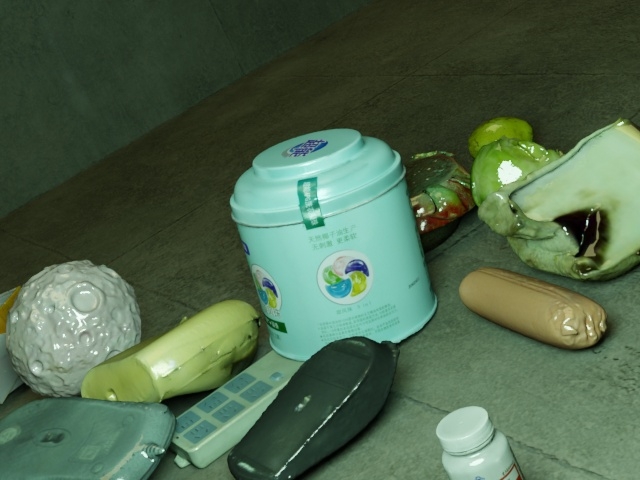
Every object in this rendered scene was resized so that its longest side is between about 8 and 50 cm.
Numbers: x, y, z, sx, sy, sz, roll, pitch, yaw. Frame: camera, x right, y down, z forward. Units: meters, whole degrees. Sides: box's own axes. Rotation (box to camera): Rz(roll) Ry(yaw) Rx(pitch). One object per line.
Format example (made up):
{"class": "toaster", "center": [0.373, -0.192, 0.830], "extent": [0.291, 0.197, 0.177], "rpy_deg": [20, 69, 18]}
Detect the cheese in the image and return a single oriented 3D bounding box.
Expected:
{"class": "cheese", "center": [-0.221, 0.188, 1.954], "extent": [0.316, 0.128, 0.259], "rpy_deg": [-21, 3, -44]}

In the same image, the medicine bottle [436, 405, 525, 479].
{"class": "medicine bottle", "center": [0.185, 0.261, 1.340], "extent": [0.079, 0.140, 0.079], "rpy_deg": [-22, 20, 8]}

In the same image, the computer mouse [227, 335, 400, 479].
{"class": "computer mouse", "center": [0.001, 0.251, 1.667], "extent": [0.295, 0.087, 0.168], "rpy_deg": [-46, 23, -16]}

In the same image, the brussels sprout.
{"class": "brussels sprout", "center": [0.346, -0.096, 2.035], "extent": [0.183, 0.145, 0.131], "rpy_deg": [15, 0, 2]}

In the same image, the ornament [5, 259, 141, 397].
{"class": "ornament", "center": [-0.446, 0.163, 2.123], "extent": [0.225, 0.259, 0.259], "rpy_deg": [2, 12, -20]}

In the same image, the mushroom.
{"class": "mushroom", "center": [0.409, -0.021, 1.817], "extent": [0.292, 0.212, 0.217], "rpy_deg": [-23, 62, -29]}

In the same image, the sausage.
{"class": "sausage", "center": [0.298, 0.094, 1.695], "extent": [0.086, 0.086, 0.289], "rpy_deg": [-32, 23, -17]}

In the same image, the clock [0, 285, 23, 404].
{"class": "clock", "center": [-0.658, 0.225, 2.372], "extent": [0.309, 0.166, 0.235], "rpy_deg": [-38, 23, -13]}

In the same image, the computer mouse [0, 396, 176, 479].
{"class": "computer mouse", "center": [-0.365, 0.335, 1.819], "extent": [0.371, 0.122, 0.188], "rpy_deg": [-5, 39, 35]}

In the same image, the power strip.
{"class": "power strip", "center": [-0.121, 0.256, 1.842], "extent": [0.270, 0.046, 0.118], "rpy_deg": [-34, 22, -23]}

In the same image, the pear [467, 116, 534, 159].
{"class": "pear", "center": [0.351, -0.192, 2.305], "extent": [0.131, 0.107, 0.107], "rpy_deg": [-8, 25, 18]}

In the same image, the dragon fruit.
{"class": "dragon fruit", "center": [0.172, -0.067, 2.168], "extent": [0.268, 0.130, 0.295], "rpy_deg": [-26, 20, -3]}

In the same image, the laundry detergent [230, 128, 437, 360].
{"class": "laundry detergent", "center": [0.017, -0.006, 1.893], "extent": [0.287, 0.305, 0.287], "rpy_deg": [-14, 18, 5]}
